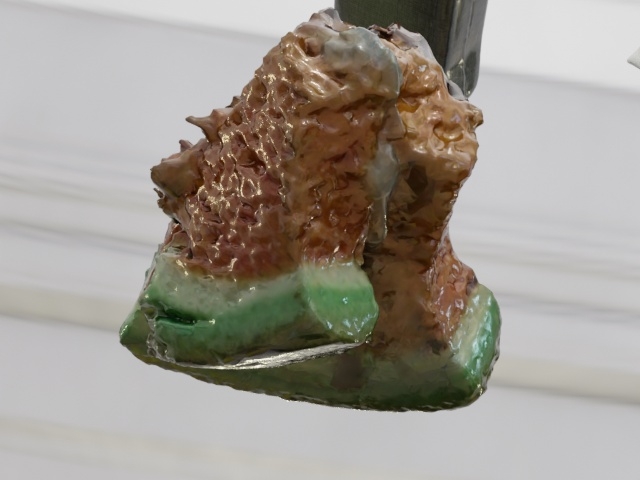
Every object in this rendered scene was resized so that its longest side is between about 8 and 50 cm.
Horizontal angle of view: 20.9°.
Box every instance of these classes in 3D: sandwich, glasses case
[{"bbox_3d":[0.000,0.000,1.065,0.251,0.162,0.301,13,-51,5],"label":"sandwich"},{"bbox_3d":[0.079,-0.248,1.435,0.131,0.074,0.323,33,-35,25],"label":"glasses case"}]

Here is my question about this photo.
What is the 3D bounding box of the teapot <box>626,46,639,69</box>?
[{"bbox_3d":[0.371,-0.205,1.488,0.208,0.165,0.300,26,15,31],"label":"teapot"}]
